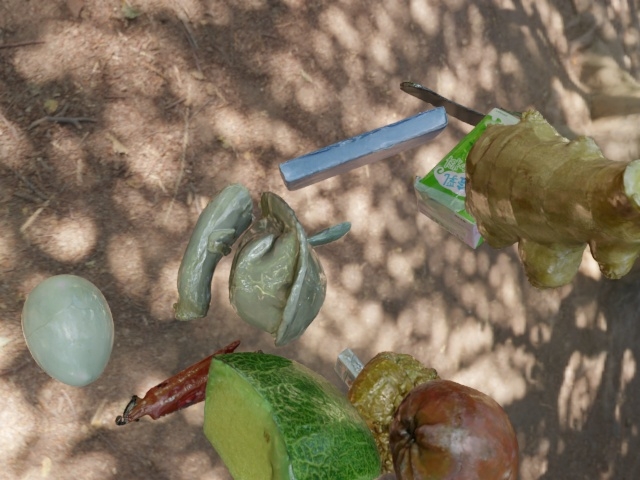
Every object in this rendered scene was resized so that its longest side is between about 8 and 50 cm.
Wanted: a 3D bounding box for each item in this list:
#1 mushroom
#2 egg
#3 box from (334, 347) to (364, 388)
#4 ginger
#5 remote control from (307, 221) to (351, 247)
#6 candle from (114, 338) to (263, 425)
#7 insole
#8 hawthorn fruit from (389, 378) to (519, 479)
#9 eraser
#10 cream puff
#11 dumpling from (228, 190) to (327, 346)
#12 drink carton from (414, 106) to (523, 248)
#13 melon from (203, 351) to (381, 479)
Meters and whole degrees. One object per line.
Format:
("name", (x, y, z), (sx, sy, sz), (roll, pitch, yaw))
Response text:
("mushroom", (-0.205, 0.020, 1.084), (0.278, 0.099, 0.096), (-67, 157, -9))
("egg", (-0.457, 0.163, 1.060), (0.151, 0.151, 0.209), (-11, 73, -46))
("box", (0.155, 0.560, 2.334), (0.067, 0.233, 0.149), (-30, 153, -25))
("ginger", (0.297, -0.034, 0.759), (0.166, 0.375, 0.236), (13, 110, -6))
("remote control", (-0.001, -0.002, 2.027), (0.256, 0.097, 0.045), (-23, 73, -10))
("candle", (-0.214, 0.252, 1.002), (0.301, 0.059, 0.084), (-20, 67, -44))
("insole", (0.315, -0.314, 1.374), (0.309, 0.110, 0.012), (16, 92, -27))
("hawthorn fruit", (0.181, 0.274, 0.769), (0.173, 0.173, 0.173), (4, 84, -46))
("eraser", (0.076, -0.165, 1.076), (0.311, 0.144, 0.043), (-20, 88, -3))
("cream puff", (0.197, 0.443, 1.482), (0.327, 0.231, 0.343), (-46, 149, -27))
("dumpling", (-0.080, 0.030, 0.945), (0.175, 0.243, 0.227), (-25, 133, -39))
("drink carton", (0.338, -0.137, 1.191), (0.271, 0.161, 0.108), (-44, 147, -12))
("melon", (-0.005, 0.251, 0.757), (0.124, 0.196, 0.323), (-45, 145, 11))
